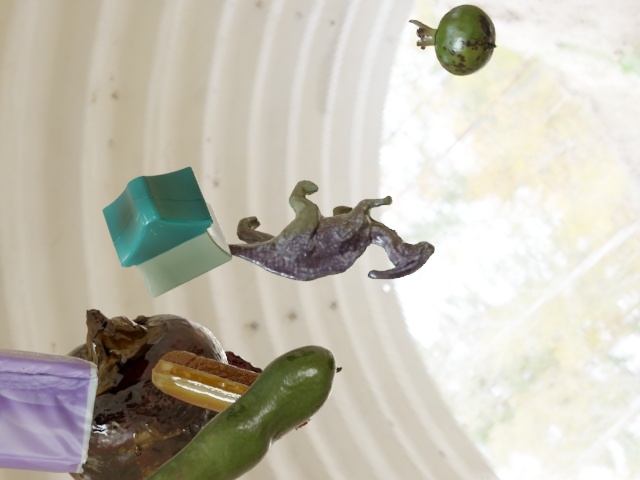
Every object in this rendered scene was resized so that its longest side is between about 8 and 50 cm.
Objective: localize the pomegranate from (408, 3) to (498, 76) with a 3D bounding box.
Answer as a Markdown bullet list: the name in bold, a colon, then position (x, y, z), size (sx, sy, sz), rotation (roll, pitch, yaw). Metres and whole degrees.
- **pomegranate**: position (0.225, -0.342, 2.215), size (0.161, 0.122, 0.122), rotation (12, -170, 16)

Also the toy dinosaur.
- **toy dinosaur**: position (0.001, -0.006, 1.725), size (0.162, 0.294, 0.077), rotation (-91, -8, -53)

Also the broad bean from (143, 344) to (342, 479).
- **broad bean**: position (-0.082, 0.159, 0.949), size (0.053, 0.256, 0.052), rotation (37, 154, 41)

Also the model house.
- **model house**: position (-0.197, -0.020, 1.628), size (0.100, 0.127, 0.149), rotation (64, -179, 33)

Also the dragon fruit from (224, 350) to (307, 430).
- **dragon fruit**: position (-0.172, 0.323, 2.436), size (0.262, 0.134, 0.211), rotation (33, -121, -6)

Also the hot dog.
- **hot dog**: position (-0.123, 0.213, 1.813), size (0.235, 0.062, 0.092), rotation (17, -165, 14)

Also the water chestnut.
- **water chestnut**: position (-0.318, 0.243, 2.181), size (0.335, 0.335, 0.347), rotation (-102, -15, -63)

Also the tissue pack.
- **tissue pack**: position (-0.476, 0.217, 1.716), size (0.338, 0.160, 0.242), rotation (8, 173, -18)
